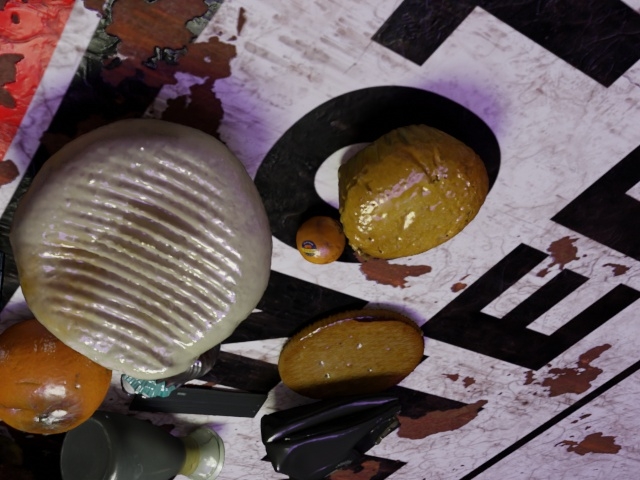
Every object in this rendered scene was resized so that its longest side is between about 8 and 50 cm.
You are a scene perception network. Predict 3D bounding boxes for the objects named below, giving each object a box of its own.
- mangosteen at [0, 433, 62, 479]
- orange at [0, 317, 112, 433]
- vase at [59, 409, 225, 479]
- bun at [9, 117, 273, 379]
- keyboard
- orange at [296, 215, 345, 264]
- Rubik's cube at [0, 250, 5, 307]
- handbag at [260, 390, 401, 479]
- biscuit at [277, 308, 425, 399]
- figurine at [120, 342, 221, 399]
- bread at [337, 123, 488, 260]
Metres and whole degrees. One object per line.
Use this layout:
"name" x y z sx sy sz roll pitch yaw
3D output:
"mangosteen" -0.607 0.590 1.714 0.381 0.380 0.421 -35 125 23
"orange" -0.471 0.235 1.486 0.224 0.170 0.224 -9 140 -8
"vase" -0.345 0.435 1.737 0.173 0.173 0.321 -36 150 25
"bun" -0.244 0.001 1.228 0.366 0.219 0.364 -2 104 -8
"keyboard" -0.296 0.330 1.757 0.381 0.041 0.103 5 137 -30
"orange" 0.001 0.000 1.414 0.084 0.083 0.083 -8 140 -7
"Rubik's cube" -0.580 0.122 1.291 0.187 0.182 0.184 7 149 -21
"handbag" 0.037 0.410 1.832 0.288 0.152 0.342 -22 160 -2
"biscuit" 0.062 0.231 1.733 0.306 0.038 0.305 -7 139 -6
"figurine" -0.284 0.217 1.570 0.138 0.110 0.245 22 137 -31
"bread" 0.138 -0.076 1.316 0.240 0.139 0.239 -8 140 -7
